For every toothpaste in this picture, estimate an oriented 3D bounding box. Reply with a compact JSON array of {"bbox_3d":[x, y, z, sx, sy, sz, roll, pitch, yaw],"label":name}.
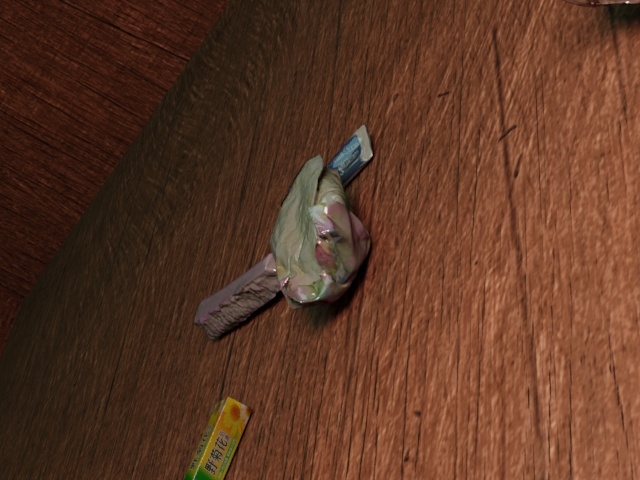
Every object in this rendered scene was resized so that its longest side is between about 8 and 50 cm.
[{"bbox_3d":[-0.128,0.262,1.681,0.043,0.037,0.178,-26,37,62],"label":"toothpaste"},{"bbox_3d":[0.003,-0.061,1.842,0.197,0.035,0.057,-48,36,34],"label":"toothpaste"}]

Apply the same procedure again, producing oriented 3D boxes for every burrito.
[{"bbox_3d":[0.000,0.000,1.654,0.229,0.089,0.144,-110,37,-70],"label":"burrito"}]

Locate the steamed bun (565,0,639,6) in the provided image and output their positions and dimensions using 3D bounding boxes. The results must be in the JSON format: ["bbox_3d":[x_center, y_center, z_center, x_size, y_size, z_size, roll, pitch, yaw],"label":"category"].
[{"bbox_3d":[0.256,-0.331,1.169,0.301,0.199,0.251,-13,48,55],"label":"steamed bun"}]

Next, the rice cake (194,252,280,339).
[{"bbox_3d":[-0.095,0.068,1.893,0.055,0.049,0.270,-53,9,-28],"label":"rice cake"}]
